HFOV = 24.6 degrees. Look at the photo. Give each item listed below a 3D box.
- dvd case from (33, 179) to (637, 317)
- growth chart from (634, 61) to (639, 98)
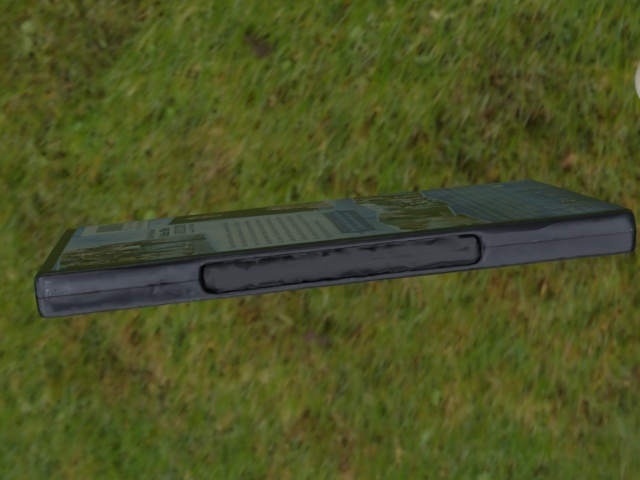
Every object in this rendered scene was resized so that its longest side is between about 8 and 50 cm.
[{"bbox_3d":[0.000,0.000,0.688,0.253,0.180,0.022,-6,97,-5],"label":"dvd case"},{"bbox_3d":[0.160,0.041,0.249,0.021,0.237,0.172,-47,124,-6],"label":"growth chart"}]
